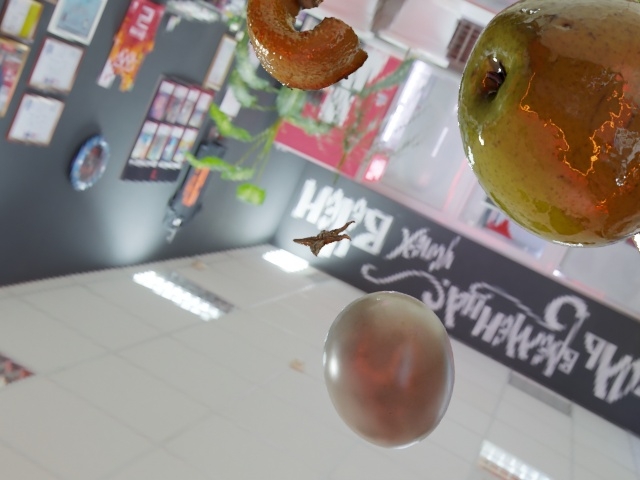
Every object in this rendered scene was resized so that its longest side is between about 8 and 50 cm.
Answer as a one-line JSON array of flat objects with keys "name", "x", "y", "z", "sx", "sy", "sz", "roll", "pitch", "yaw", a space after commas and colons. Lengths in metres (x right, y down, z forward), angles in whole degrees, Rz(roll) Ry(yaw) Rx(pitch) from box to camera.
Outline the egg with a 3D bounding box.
[{"name": "egg", "x": 0.080, "y": 0.154, "z": 1.037, "sx": 0.151, "sy": 0.209, "sz": 0.151, "roll": -6, "pitch": -142, "yaw": 4}]

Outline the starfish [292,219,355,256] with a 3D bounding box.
[{"name": "starfish", "x": 0.000, "y": 0.000, "z": 1.081, "sx": 0.092, "sy": 0.016, "sz": 0.086, "roll": -5, "pitch": -160, "yaw": 35}]

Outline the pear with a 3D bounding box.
[{"name": "pear", "x": 0.194, "y": -0.090, "z": 0.661, "sx": 0.198, "sy": 0.198, "sz": 0.198, "roll": 24, "pitch": -171, "yaw": -4}]

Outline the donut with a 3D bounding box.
[{"name": "donut", "x": -0.029, "y": -0.282, "z": 1.159, "sx": 0.078, "sy": 0.146, "sz": 0.181, "roll": 46, "pitch": -154, "yaw": -71}]

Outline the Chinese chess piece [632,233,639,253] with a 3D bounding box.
[{"name": "Chinese chess piece", "x": 0.406, "y": -0.050, "z": 0.874, "sx": 0.097, "sy": 0.250, "sz": 0.251, "roll": -9, "pitch": -156, "yaw": -24}]
